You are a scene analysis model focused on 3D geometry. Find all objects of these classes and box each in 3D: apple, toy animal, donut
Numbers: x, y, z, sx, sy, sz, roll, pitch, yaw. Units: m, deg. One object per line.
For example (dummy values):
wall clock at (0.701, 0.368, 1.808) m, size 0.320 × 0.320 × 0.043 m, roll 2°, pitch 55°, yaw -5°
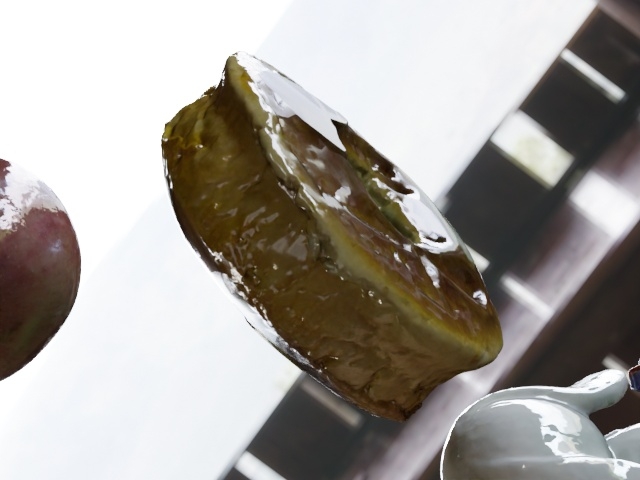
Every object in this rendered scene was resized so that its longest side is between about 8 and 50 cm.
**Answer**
apple at (-0.433, 0.042, 2.093) m, size 0.305 × 0.306 × 0.235 m, roll -53°, pitch 0°, yaw 20°
toy animal at (0.273, 0.240, 1.745) m, size 0.289 × 0.249 × 0.174 m, roll -10°, pitch -56°, yaw -34°
donut at (0.000, 0.000, 1.448) m, size 0.160 × 0.330 × 0.330 m, roll -37°, pitch 8°, yaw 18°

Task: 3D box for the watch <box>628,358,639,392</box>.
watch at (0.483, 0.175, 1.902) m, size 0.171 × 0.200 × 0.196 m, roll -33°, pitch 13°, yaw -35°
